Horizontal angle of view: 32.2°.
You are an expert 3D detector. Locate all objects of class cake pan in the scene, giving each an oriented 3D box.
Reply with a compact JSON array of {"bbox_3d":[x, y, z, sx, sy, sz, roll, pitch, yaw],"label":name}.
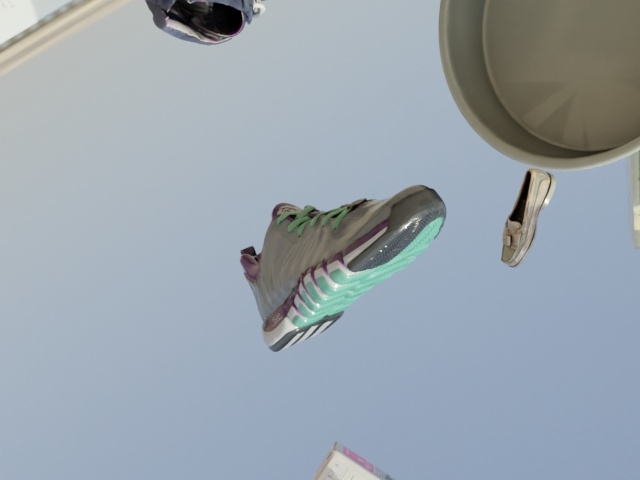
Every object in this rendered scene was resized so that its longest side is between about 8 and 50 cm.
[{"bbox_3d":[0.237,-0.206,0.984,0.293,0.293,0.054,-9,171,42],"label":"cake pan"}]

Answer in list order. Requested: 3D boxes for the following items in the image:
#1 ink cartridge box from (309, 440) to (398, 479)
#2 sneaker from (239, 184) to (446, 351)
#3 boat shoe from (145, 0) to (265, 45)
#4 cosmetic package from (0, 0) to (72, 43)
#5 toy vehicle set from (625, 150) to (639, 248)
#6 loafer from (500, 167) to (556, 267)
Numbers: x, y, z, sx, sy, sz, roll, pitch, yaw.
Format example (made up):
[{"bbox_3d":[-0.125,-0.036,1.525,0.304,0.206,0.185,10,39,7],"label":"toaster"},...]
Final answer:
[{"bbox_3d":[0.101,0.459,1.641,0.186,0.311,0.065,-57,178,7],"label":"ink cartridge box"},{"bbox_3d":[0.000,0.000,0.817,0.083,0.098,0.223,-18,164,-40],"label":"sneaker"},{"bbox_3d":[-0.113,-0.297,1.313,0.127,0.158,0.340,-36,164,29],"label":"boat shoe"},{"bbox_3d":[-0.270,-0.282,0.989,0.183,0.151,0.151,-31,-157,-3],"label":"cosmetic package"},{"bbox_3d":[0.437,-0.079,1.267,0.166,0.267,0.035,-12,-119,10],"label":"toy vehicle set"},{"bbox_3d":[0.244,-0.030,1.354,0.045,0.039,0.125,32,-79,57],"label":"loafer"}]
